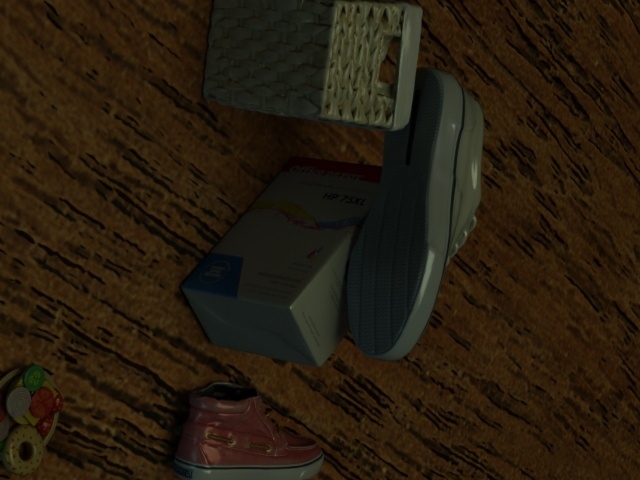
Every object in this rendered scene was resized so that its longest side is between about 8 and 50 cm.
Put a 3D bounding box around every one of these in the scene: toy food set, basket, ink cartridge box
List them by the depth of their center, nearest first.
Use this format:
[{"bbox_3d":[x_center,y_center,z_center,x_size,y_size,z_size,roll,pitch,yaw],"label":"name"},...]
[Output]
[{"bbox_3d":[-0.240,0.142,1.461,0.083,0.020,0.082,-56,136,-25],"label":"toy food set"},{"bbox_3d":[-0.010,-0.159,1.556,0.103,0.167,0.113,2,98,-46],"label":"basket"},{"bbox_3d":[0.000,0.000,1.630,0.231,0.134,0.078,-51,132,-31],"label":"ink cartridge box"}]

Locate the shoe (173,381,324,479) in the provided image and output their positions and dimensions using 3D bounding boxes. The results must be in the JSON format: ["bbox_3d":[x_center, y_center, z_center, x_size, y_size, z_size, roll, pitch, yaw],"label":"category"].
[{"bbox_3d":[-0.057,0.174,1.658,0.178,0.063,0.081,3,101,-47],"label":"shoe"}]

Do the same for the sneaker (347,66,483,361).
[{"bbox_3d":[0.096,-0.017,1.560,0.091,0.094,0.258,22,79,-43],"label":"sneaker"}]
